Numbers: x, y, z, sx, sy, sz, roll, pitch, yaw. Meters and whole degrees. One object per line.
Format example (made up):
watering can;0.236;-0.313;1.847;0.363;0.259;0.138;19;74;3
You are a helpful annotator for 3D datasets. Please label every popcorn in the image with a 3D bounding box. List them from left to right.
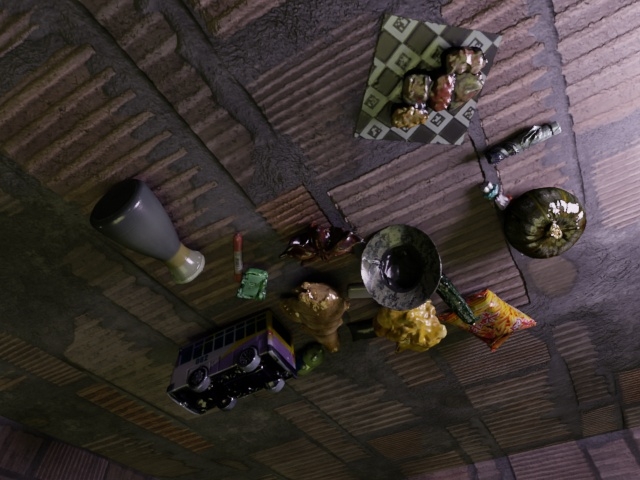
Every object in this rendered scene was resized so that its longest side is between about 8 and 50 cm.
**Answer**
popcorn;0.300;0.281;1.406;0.253;0.192;0.190;-14;144;22

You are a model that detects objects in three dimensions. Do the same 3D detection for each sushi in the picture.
sushi;0.250;-0.349;0.961;0.291;0.059;0.294;5;132;-6

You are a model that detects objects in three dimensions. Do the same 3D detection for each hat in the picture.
hat;0.259;0.090;1.289;0.265;0.266;0.128;-18;165;14

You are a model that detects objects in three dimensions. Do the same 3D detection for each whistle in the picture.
whistle;-0.059;0.498;1.677;0.085;0.105;0.227;46;124;0

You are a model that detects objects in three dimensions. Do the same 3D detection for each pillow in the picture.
pillow;0.182;0.349;1.580;0.150;0.048;0.090;-14;133;13

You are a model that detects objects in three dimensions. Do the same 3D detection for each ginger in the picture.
ginger;-0.025;0.285;1.445;0.236;0.166;0.376;-4;126;-11

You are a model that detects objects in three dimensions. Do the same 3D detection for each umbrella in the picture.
umbrella;0.525;-0.255;1.060;0.188;0.046;0.050;-23;148;17

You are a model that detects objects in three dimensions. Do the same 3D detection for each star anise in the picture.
star anise;0.000;0.000;1.245;0.271;0.103;0.272;-8;159;-3

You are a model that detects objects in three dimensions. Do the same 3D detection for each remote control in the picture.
remote control;0.226;0.173;1.443;0.260;0.029;0.067;-4;139;3

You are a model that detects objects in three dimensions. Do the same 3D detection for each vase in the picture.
vase;-0.474;-0.010;1.172;0.173;0.173;0.321;-20;135;15

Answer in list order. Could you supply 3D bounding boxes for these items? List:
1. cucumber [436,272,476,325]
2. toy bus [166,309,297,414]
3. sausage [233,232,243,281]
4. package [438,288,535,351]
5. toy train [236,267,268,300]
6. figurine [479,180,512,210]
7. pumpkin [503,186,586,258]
cucumber;0.449;0.191;1.402;0.067;0.068;0.293;-35;110;26
toy bus;-0.329;0.457;1.525;0.439;0.249;0.209;-25;128;11
sausage;-0.267;0.061;1.320;0.029;0.029;0.223;4;131;-6
package;0.613;0.289;1.508;0.288;0.108;0.223;34;125;-14
toy train;-0.228;0.149;1.374;0.099;0.081;0.149;11;125;-11
figurine;0.507;-0.131;1.175;0.106;0.047;0.060;38;84;-22
pumpkin;0.648;-0.047;1.178;0.223;0.157;0.224;0;120;-1
